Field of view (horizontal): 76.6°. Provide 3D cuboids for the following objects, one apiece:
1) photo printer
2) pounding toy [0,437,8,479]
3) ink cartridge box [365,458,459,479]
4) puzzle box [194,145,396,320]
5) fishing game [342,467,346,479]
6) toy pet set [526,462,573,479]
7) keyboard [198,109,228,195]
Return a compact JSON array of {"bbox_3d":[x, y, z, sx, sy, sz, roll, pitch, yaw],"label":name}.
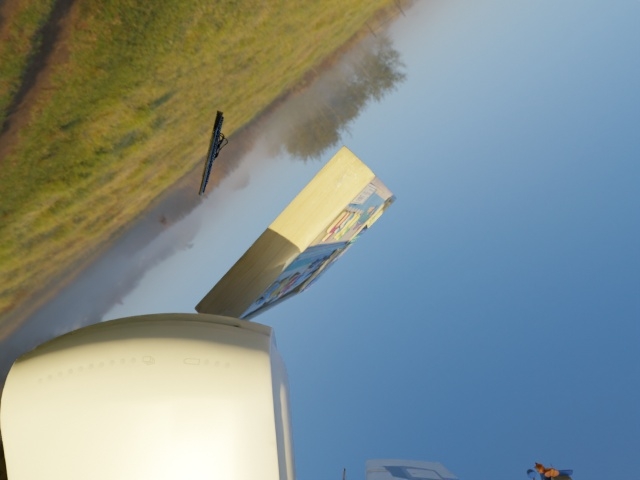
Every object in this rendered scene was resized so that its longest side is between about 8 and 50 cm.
[{"bbox_3d":[-0.150,0.225,0.395,0.255,0.308,0.107,-3,-175,-2],"label":"photo printer"},{"bbox_3d":[-0.533,0.441,0.750,0.205,0.094,0.181,4,-155,25],"label":"pounding toy"},{"bbox_3d":[0.110,0.399,0.472,0.306,0.131,0.226,77,16,-67],"label":"ink cartridge box"},{"bbox_3d":[0.000,0.000,0.657,0.272,0.052,0.409,-46,171,12],"label":"puzzle box"},{"bbox_3d":[0.098,1.017,1.521,0.041,0.264,0.189,-9,173,5],"label":"fishing game"},{"bbox_3d":[0.407,0.443,0.743,0.114,0.122,0.065,0,-164,-5],"label":"toy pet set"},{"bbox_3d":[-0.220,-0.185,0.858,0.192,0.038,0.100,123,-27,-45],"label":"keyboard"}]
